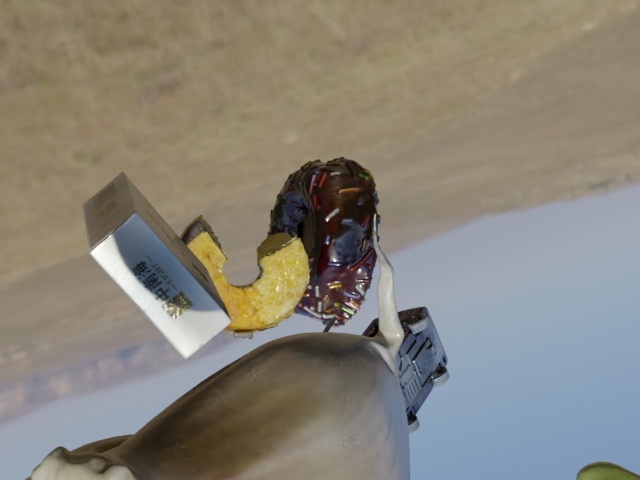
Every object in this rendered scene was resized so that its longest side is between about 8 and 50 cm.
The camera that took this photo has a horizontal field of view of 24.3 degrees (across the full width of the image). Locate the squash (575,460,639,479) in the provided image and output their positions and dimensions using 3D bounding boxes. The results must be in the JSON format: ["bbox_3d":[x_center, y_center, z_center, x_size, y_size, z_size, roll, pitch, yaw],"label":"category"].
[{"bbox_3d":[0.532,0.435,2.418,0.250,0.083,0.083,26,-171,11],"label":"squash"}]

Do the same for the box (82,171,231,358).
[{"bbox_3d":[-0.178,0.021,1.578,0.067,0.155,0.243,-41,-163,0],"label":"box"}]

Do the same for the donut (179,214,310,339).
[{"bbox_3d":[-0.109,0.045,1.869,0.181,0.146,0.078,8,-165,-21],"label":"donut"}]

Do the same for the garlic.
[{"bbox_3d":[-0.076,0.170,1.070,0.231,0.246,0.340,-2,-149,45],"label":"garlic"}]

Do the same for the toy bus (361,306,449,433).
[{"bbox_3d":[0.071,0.151,1.641,0.098,0.087,0.178,-11,-159,30],"label":"toy bus"}]

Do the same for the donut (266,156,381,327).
[{"bbox_3d":[0.000,0.000,2.014,0.089,0.235,0.235,6,168,-27],"label":"donut"}]
